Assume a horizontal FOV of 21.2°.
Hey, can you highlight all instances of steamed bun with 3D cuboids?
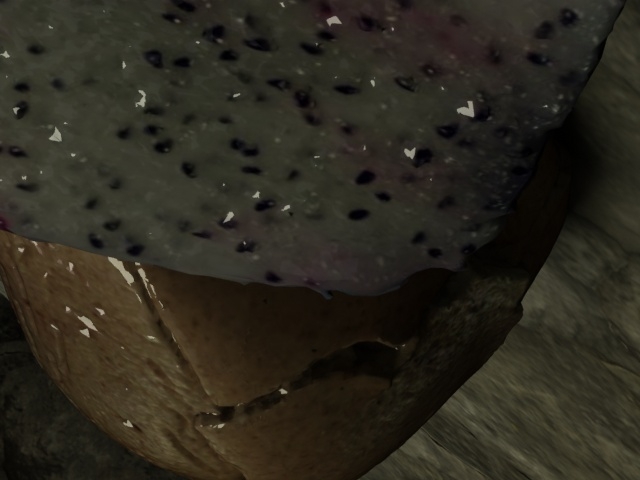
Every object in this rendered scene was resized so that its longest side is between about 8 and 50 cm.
[{"bbox_3d":[0.000,0.000,0.804,0.199,0.251,0.301,23,160,29],"label":"steamed bun"}]

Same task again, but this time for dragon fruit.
[{"bbox_3d":[-0.013,-0.131,0.557,0.221,0.204,0.283,20,143,-9],"label":"dragon fruit"}]
